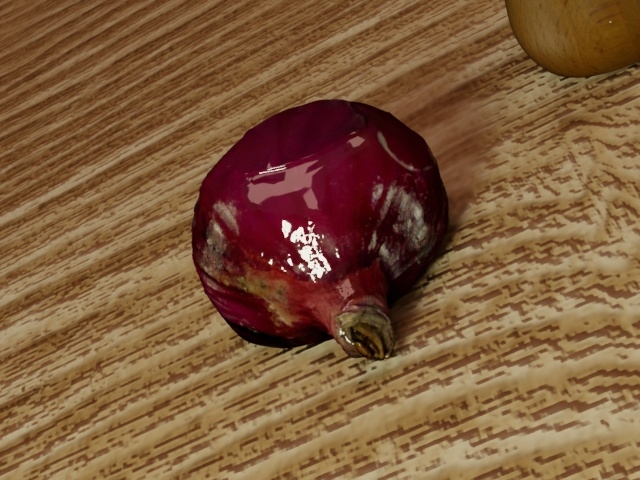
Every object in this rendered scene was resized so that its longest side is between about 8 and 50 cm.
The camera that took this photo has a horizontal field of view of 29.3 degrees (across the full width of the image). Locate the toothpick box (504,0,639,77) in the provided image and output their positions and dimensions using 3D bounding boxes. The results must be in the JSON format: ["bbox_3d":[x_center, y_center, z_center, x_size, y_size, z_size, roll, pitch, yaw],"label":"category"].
[{"bbox_3d":[0.178,-0.282,0.945,0.192,0.294,0.192,-24,30,15],"label":"toothpick box"}]

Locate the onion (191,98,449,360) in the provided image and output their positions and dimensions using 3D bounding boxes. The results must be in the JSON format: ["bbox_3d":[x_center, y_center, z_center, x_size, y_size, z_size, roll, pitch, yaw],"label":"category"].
[{"bbox_3d":[0.000,0.000,0.865,0.195,0.140,0.218,-22,33,4],"label":"onion"}]
